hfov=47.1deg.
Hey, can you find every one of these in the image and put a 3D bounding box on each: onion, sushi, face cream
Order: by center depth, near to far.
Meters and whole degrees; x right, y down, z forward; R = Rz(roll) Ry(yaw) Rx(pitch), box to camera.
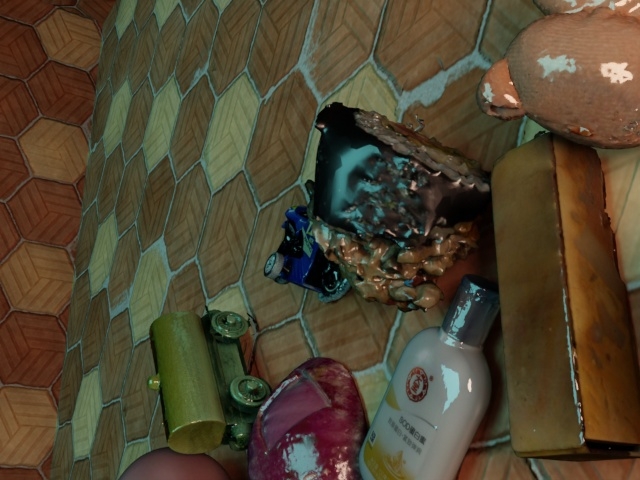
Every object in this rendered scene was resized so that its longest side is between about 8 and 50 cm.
[{"bbox_3d":[0.135,0.180,0.853,0.144,0.071,0.291,45,116,55],"label":"face cream"},{"bbox_3d":[0.080,-0.028,0.873,0.225,0.238,0.218,30,117,22],"label":"sushi"},{"bbox_3d":[-0.044,0.291,1.072,0.250,0.111,0.247,-43,46,46],"label":"onion"}]

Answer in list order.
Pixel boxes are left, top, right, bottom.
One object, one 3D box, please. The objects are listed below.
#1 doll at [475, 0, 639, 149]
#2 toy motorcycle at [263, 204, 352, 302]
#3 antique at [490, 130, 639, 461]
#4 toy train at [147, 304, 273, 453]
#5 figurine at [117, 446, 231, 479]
[{"bbox_3d":[0.291,-0.215,0.711,0.201,0.156,0.303,19,72,21],"label":"doll"},{"bbox_3d":[0.000,0.000,1.114,0.315,0.113,0.168,9,76,67],"label":"toy motorcycle"},{"bbox_3d":[0.236,0.051,0.714,0.087,0.093,0.309,-29,55,52],"label":"antique"},{"bbox_3d":[-0.195,0.225,1.261,0.126,0.190,0.307,-60,34,29],"label":"toy train"},{"bbox_3d":[-0.260,0.457,1.245,0.261,0.270,0.211,-11,64,48],"label":"figurine"}]
